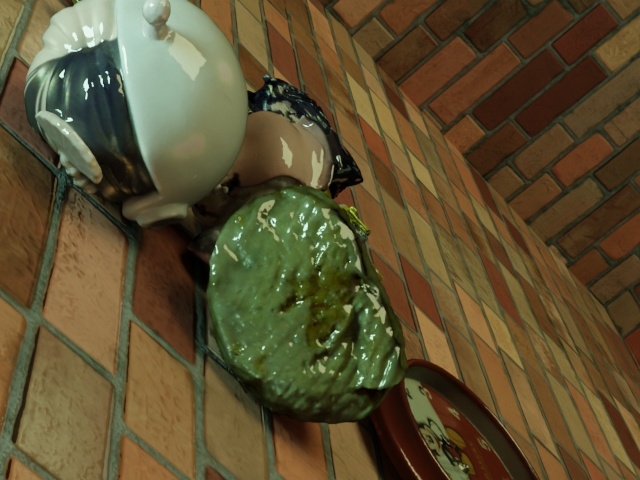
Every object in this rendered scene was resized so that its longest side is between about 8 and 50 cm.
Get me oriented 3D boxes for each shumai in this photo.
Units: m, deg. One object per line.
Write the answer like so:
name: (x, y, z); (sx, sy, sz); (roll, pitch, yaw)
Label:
shumai: (-0.023, 0.076, 1.464); (0.218, 0.189, 0.256); (133, -63, -86)

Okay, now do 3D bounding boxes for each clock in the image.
clock: (0.170, 0.283, 1.668); (0.318, 0.080, 0.318); (42, 20, -20)

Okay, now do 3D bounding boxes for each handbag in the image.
handbag: (-0.035, -0.159, 2.101); (0.260, 0.113, 0.162); (25, 35, -62)

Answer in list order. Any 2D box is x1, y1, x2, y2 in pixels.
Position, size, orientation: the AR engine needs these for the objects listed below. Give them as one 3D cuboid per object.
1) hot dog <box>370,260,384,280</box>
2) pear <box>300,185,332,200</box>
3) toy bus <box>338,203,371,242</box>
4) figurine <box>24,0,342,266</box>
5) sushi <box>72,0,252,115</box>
hot dog: (0.046, 0.013, 2.074); (0.137, 0.028, 0.044); (52, -12, -2)
pear: (-0.054, -0.040, 1.666); (0.149, 0.149, 0.162); (42, 11, -29)
toy bus: (0.000, 0.000, 1.879); (0.074, 0.081, 0.226); (48, 17, 10)
figurine: (-0.156, -0.136, 1.461); (0.361, 0.211, 0.253); (34, 21, -51)
sushi: (-0.217, -0.237, 1.747); (0.291, 0.139, 0.131); (52, 2, -23)
